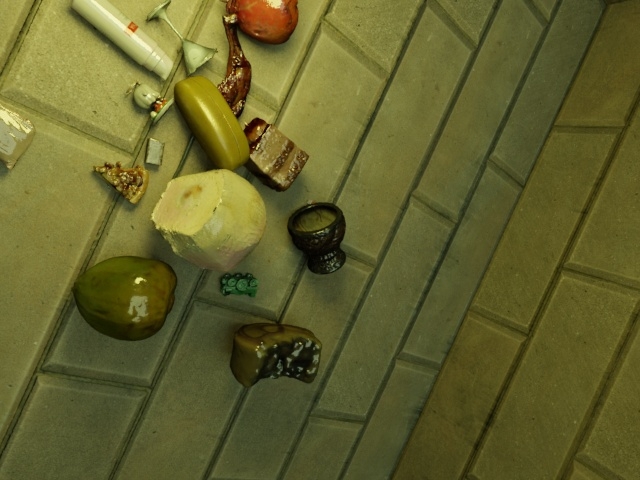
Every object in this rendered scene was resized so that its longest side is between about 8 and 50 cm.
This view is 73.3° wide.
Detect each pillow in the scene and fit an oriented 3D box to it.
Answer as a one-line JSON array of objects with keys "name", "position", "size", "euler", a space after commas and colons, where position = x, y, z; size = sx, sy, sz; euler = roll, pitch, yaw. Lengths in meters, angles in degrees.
[{"name": "pillow", "position": [-1.057, -0.372, 1.353], "size": [0.270, 0.067, 0.173], "euler": [39, 77, -33]}]

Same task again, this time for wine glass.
[{"name": "wine glass", "position": [-0.502, -0.731, 1.550], "size": [0.156, 0.156, 0.232], "euler": [-47, 117, -12]}]

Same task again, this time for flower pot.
[{"name": "flower pot", "position": [0.000, 0.000, 1.996], "size": [0.267, 0.266, 0.267], "euler": [-30, 128, -21]}]

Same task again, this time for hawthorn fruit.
[{"name": "hawthorn fruit", "position": [-0.234, -0.883, 1.607], "size": [0.308, 0.276, 0.276], "euler": [0, 104, -8]}]

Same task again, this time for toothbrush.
[{"name": "toothbrush", "position": [-0.544, -0.312, 1.702], "size": [0.031, 0.030, 0.297], "euler": [21, 93, -42]}]

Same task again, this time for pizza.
[{"name": "pizza", "position": [-0.735, -0.229, 1.585], "size": [0.194, 0.069, 0.154], "euler": [22, 92, -35]}]

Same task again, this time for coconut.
[{"name": "coconut", "position": [-0.392, -0.073, 1.659], "size": [0.405, 0.405, 0.404], "euler": [-9, 108, -29]}]

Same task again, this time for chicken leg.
[{"name": "chicken leg", "position": [-0.341, -0.653, 1.668], "size": [0.158, 0.096, 0.406], "euler": [-26, 136, -49]}]

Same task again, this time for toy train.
[{"name": "toy train", "position": [-0.365, 0.203, 1.934], "size": [0.178, 0.071, 0.104], "euler": [4, 112, -33]}]

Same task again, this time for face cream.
[{"name": "face cream", "position": [-0.663, -0.702, 1.479], "size": [0.345, 0.102, 0.102], "euler": [37, 83, -33]}]

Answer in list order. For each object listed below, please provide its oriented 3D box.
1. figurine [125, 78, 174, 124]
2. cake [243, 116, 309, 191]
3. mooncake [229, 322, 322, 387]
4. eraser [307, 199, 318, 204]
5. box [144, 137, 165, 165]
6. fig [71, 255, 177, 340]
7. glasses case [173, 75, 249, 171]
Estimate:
[{"name": "figurine", "position": [-0.627, -0.508, 1.555], "size": [0.154, 0.132, 0.132], "euler": [38, 82, -20]}, {"name": "cake", "position": [-0.225, -0.361, 1.781], "size": [0.293, 0.196, 0.198], "euler": [39, 84, -34]}, {"name": "mooncake", "position": [-0.202, 0.511, 1.922], "size": [0.393, 0.394, 0.246], "euler": [13, 95, 7]}, {"name": "eraser", "position": [-0.023, -0.170, 2.064], "size": [0.099, 0.019, 0.027], "euler": [24, 91, -33]}, {"name": "box", "position": [-0.629, -0.336, 1.634], "size": [0.062, 0.045, 0.098], "euler": [10, 100, -33]}, {"name": "fig", "position": [-0.714, 0.201, 1.585], "size": [0.343, 0.343, 0.343], "euler": [-9, 108, -29]}, {"name": "glasses case", "position": [-0.409, -0.433, 1.606], "size": [0.141, 0.173, 0.371], "euler": [-39, 103, -37]}]
